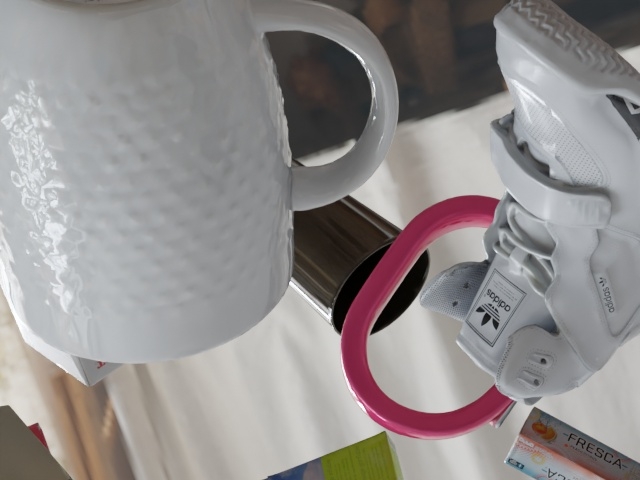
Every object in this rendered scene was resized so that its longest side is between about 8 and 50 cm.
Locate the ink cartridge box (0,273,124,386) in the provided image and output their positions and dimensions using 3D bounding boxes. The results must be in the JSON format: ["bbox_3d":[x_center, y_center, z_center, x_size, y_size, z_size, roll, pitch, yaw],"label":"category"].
[{"bbox_3d":[-0.347,0.028,2.146,0.198,0.270,0.197,-34,-143,-28],"label":"ink cartridge box"}]

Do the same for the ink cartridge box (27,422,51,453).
[{"bbox_3d":[-0.531,0.467,2.088,0.384,0.279,0.160,-18,151,-12],"label":"ink cartridge box"}]

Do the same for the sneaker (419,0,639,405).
[{"bbox_3d":[0.168,-0.008,1.092,0.210,0.366,0.137,-41,-131,-1],"label":"sneaker"}]

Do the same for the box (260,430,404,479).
[{"bbox_3d":[0.012,0.305,1.741,0.178,0.042,0.109,-23,-133,10],"label":"box"}]

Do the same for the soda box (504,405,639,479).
[{"bbox_3d":[0.326,0.283,1.833,0.058,0.183,0.063,-52,167,-47],"label":"soda box"}]

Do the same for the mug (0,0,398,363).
[{"bbox_3d":[-0.117,-0.106,1.299,0.374,0.328,0.276,-5,-141,-4],"label":"mug"}]

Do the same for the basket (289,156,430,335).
[{"bbox_3d":[0.000,0.000,1.914,0.154,0.227,0.204,-58,152,12],"label":"basket"}]

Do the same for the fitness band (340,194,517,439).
[{"bbox_3d":[0.147,0.083,1.605,0.291,0.209,0.054,-54,166,-18],"label":"fitness band"}]

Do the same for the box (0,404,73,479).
[{"bbox_3d":[-0.364,0.328,1.818,0.094,0.113,0.275,-7,-142,-43],"label":"box"}]
